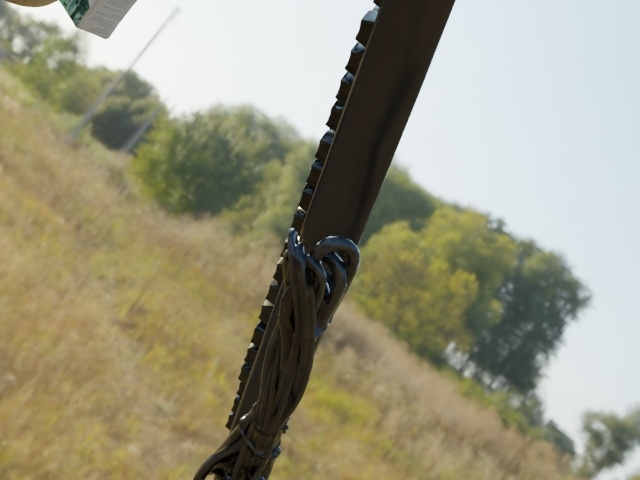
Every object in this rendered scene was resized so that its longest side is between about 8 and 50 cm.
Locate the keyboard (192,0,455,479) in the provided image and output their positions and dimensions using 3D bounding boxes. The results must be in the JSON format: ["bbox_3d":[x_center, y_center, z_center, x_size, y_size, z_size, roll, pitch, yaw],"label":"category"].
[{"bbox_3d":[0.000,0.000,0.459,0.033,0.317,0.201,19,40,0],"label":"keyboard"}]

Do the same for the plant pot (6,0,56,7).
[{"bbox_3d":[-0.128,-0.295,0.616,0.284,0.191,0.284,-20,90,-76],"label":"plant pot"}]

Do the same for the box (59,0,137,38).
[{"bbox_3d":[-0.259,-0.420,1.308,0.058,0.232,0.322,15,34,-54],"label":"box"}]
